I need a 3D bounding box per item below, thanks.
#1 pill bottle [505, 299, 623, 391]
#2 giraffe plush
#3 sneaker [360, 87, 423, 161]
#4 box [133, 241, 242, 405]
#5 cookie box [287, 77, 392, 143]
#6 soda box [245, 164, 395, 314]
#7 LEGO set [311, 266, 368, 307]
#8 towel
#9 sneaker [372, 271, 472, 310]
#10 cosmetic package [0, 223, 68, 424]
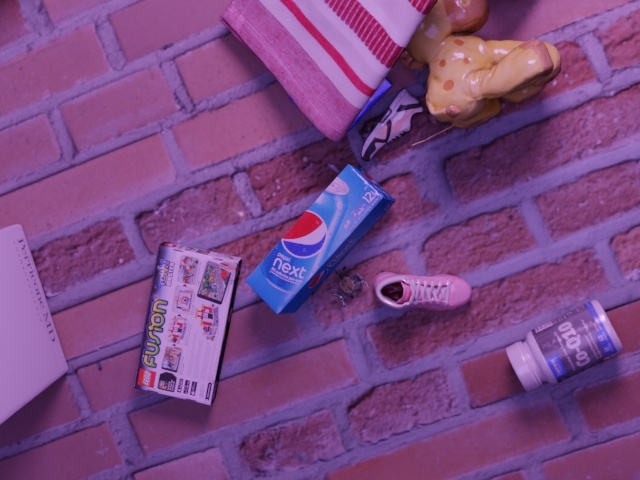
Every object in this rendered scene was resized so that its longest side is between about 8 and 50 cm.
[{"bbox_3d":[0.318,0.141,1.431,0.137,0.078,0.078,-28,95,10],"label":"pill bottle"},{"bbox_3d":[0.170,-0.235,1.349,0.210,0.181,0.170,-25,84,-8],"label":"giraffe plush"},{"bbox_3d":[0.093,-0.145,1.430,0.044,0.040,0.109,36,101,-2],"label":"sneaker"},{"bbox_3d":[-0.183,0.114,1.501,0.114,0.036,0.207,13,100,4],"label":"box"},{"bbox_3d":[0.026,-0.197,1.428,0.092,0.040,0.107,44,100,-2],"label":"cookie box"},{"bbox_3d":[0.000,0.000,1.439,0.067,0.071,0.210,44,101,14],"label":"soda box"},{"bbox_3d":[0.027,0.059,1.481,0.083,0.023,0.054,20,99,16],"label":"LEGO set"},{"bbox_3d":[0.022,-0.311,1.307,0.237,0.037,0.329,48,129,16],"label":"towel"},{"bbox_3d":[0.134,0.071,1.444,0.134,0.070,0.051,6,98,4],"label":"sneaker"},{"bbox_3d":[-0.482,0.134,1.324,0.161,0.453,0.230,-16,97,8],"label":"cosmetic package"}]
